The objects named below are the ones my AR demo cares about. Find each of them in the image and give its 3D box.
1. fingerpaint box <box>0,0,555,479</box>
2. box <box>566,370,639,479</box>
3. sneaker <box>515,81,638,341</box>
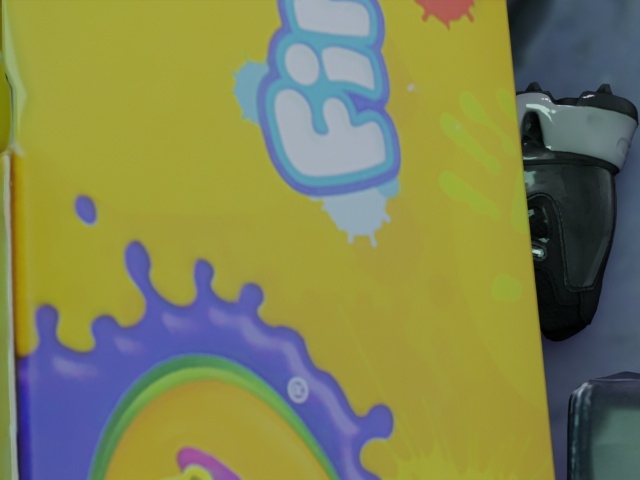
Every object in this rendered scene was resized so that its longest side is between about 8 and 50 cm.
[{"bbox_3d":[-0.118,-0.018,0.515,0.371,0.163,0.445,-20,70,48],"label":"fingerpaint box"},{"bbox_3d":[0.266,0.198,0.436,0.395,0.212,0.293,2,79,15],"label":"box"},{"bbox_3d":[0.000,0.000,0.614,0.234,0.078,0.106,-1,81,15],"label":"sneaker"}]
